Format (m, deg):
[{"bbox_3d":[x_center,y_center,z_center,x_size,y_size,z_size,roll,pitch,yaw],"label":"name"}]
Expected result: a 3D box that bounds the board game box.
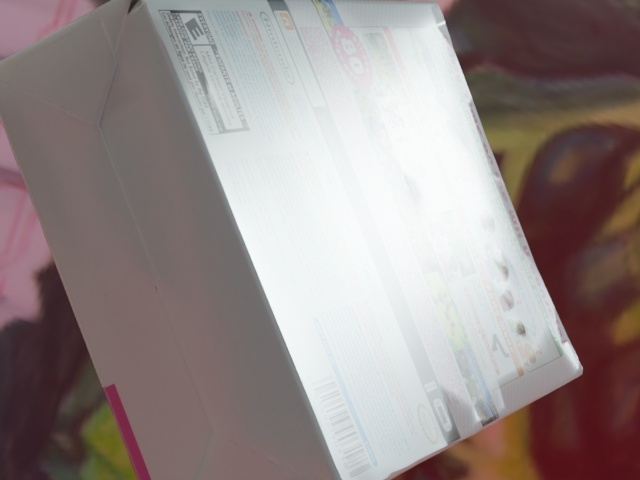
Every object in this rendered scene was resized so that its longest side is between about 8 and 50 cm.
[{"bbox_3d":[0.000,0.000,0.853,0.303,0.097,0.224,-12,80,-62],"label":"board game box"}]
